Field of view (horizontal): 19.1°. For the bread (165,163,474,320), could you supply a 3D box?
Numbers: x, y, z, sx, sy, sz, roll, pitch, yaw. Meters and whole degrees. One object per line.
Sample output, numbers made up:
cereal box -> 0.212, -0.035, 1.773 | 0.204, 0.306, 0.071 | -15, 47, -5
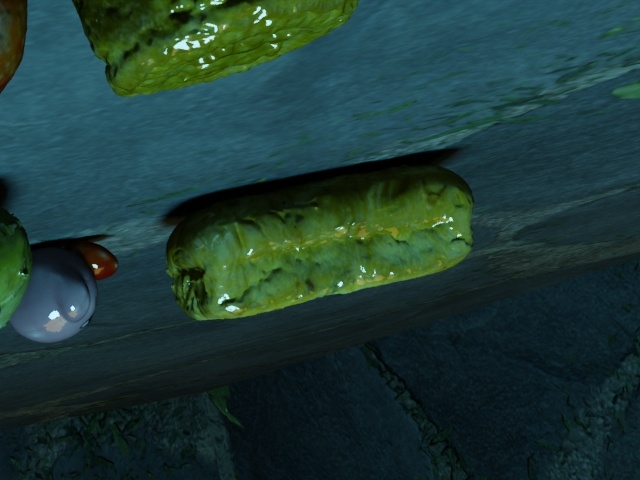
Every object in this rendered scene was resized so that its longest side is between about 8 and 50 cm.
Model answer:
bread -> 0.000, 0.000, 1.326 | 0.211, 0.083, 0.114 | -11, 178, -19

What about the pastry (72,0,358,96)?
pastry -> -0.038, -0.090, 0.663 | 0.097, 0.057, 0.109 | -18, 176, -12

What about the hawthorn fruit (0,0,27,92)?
hawthorn fruit -> -0.126, -0.075, 0.539 | 0.093, 0.093, 0.093 | -13, 173, -2

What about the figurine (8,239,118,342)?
figurine -> -0.191, 0.038, 1.327 | 0.083, 0.071, 0.067 | -28, 124, 35

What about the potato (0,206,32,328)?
potato -> -0.217, 0.022, 1.089 | 0.105, 0.085, 0.188 | -34, 177, -22
